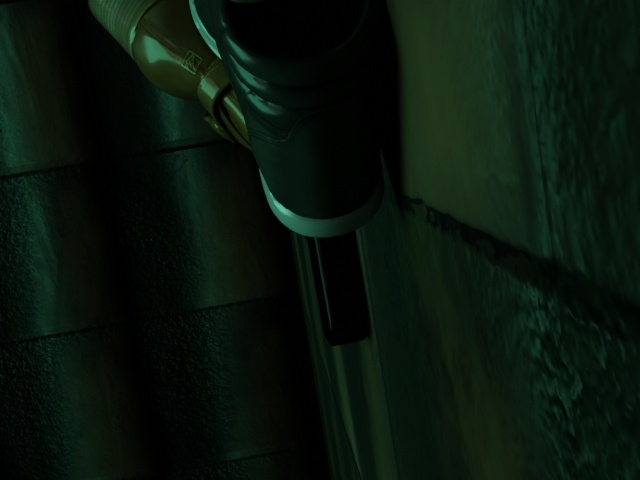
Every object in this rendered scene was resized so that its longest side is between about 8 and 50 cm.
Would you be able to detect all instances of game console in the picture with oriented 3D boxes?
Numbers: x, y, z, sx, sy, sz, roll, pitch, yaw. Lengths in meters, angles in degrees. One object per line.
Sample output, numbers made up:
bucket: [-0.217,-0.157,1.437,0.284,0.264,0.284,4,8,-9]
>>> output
game console: [0.000,0.000,0.995,0.361,0.043,0.213,140,120,-86]

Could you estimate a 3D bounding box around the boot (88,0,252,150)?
boot: [-0.036,-0.129,0.753,0.220,0.109,0.283,41,-169,28]

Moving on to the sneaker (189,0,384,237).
sneaker: [-0.025,-0.159,0.555,0.147,0.104,0.296,89,165,-55]

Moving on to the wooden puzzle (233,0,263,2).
wooden puzzle: [-0.056,-0.320,0.328,0.322,0.080,0.348,104,158,-58]
